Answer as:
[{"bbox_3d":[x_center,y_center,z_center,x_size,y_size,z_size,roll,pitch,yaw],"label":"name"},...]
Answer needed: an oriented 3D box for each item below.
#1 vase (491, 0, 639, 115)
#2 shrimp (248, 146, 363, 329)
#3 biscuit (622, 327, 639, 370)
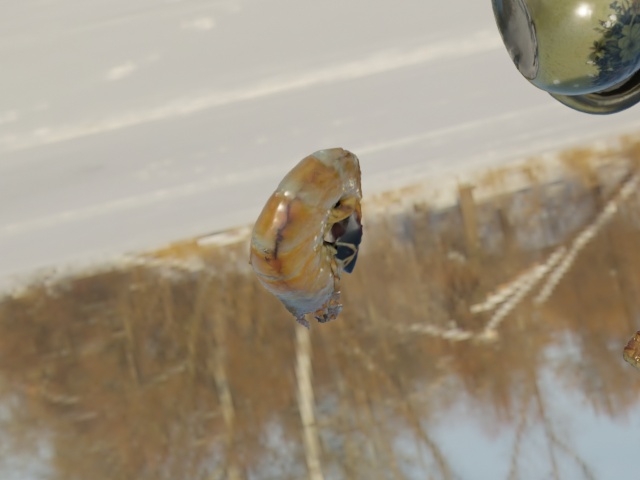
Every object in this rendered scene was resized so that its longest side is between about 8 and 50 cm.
[{"bbox_3d":[0.399,-0.304,2.072,0.302,0.329,0.241,-20,-134,-8],"label":"vase"},{"bbox_3d":[0.000,0.000,1.492,0.063,0.152,0.287,29,166,19],"label":"shrimp"},{"bbox_3d":[0.445,0.138,1.688,0.126,0.206,0.025,-57,169,-3],"label":"biscuit"}]
